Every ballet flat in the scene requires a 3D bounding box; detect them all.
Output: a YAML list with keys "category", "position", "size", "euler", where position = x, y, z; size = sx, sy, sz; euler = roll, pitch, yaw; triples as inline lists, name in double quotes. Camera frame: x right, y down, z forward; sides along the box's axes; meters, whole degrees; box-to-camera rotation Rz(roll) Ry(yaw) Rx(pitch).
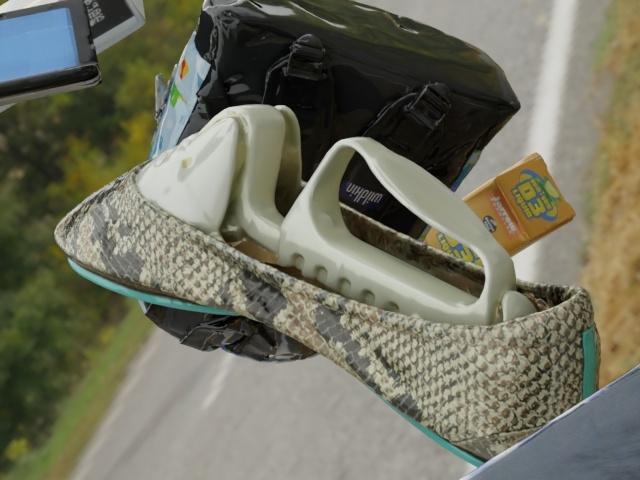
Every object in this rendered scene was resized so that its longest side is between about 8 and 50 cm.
- category: "ballet flat"
  position: [0.000, 0.000, 1.276]
  size: [0.164, 0.483, 0.182]
  euler: [-26, -50, -45]

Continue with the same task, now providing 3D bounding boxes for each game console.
- category: "game console"
  position: [-0.221, -0.132, 1.241]
  size: [0.122, 0.071, 0.107]
  euler: [-13, 2, -4]

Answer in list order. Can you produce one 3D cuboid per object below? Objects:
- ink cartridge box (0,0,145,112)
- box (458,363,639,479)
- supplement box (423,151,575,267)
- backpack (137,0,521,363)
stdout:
- category: "ink cartridge box"
  position: [-0.309, -0.175, 1.650]
  size: [0.304, 0.072, 0.307]
  euler: [-32, 19, 3]
- category: "box"
  position: [0.225, 0.199, 0.875]
  size: [0.293, 0.212, 0.395]
  euler: [-30, -25, -17]
- category: "supplement box"
  position: [0.150, -0.001, 1.778]
  size: [0.080, 0.078, 0.233]
  euler: [-25, -8, -40]
- category: "backpack"
  position: [-0.031, -0.051, 1.584]
  size: [0.273, 0.290, 0.355]
  euler: [-107, 34, -62]
